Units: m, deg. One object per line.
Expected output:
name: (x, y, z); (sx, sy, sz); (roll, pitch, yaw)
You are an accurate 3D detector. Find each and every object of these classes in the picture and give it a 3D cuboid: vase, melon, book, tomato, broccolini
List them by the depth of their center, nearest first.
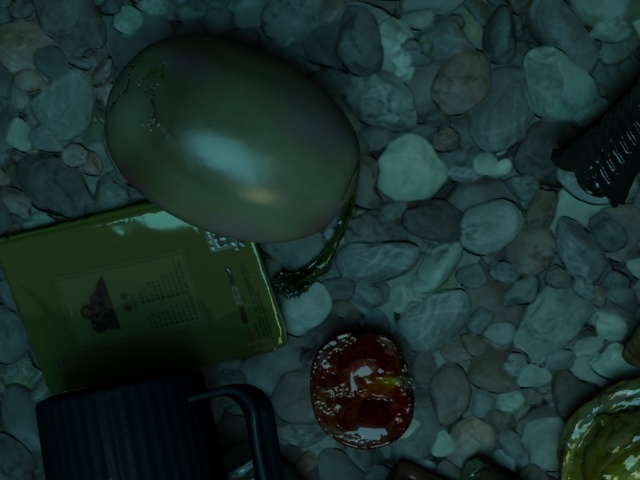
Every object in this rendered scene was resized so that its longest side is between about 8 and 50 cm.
vase: (0.387, -0.161, 1.608); (0.115, 0.115, 0.237); (33, 109, -9)
melon: (-0.108, -0.119, 1.613); (0.317, 0.223, 0.223); (27, 114, -6)
broccolini: (0.005, 0.003, 1.764); (0.052, 0.054, 0.194); (20, 111, -36)
tomato: (0.057, 0.198, 1.813); (0.139, 0.091, 0.159); (-15, 85, 3)
book: (-0.238, 0.067, 1.816); (0.352, 0.035, 0.239); (-12, 111, 12)

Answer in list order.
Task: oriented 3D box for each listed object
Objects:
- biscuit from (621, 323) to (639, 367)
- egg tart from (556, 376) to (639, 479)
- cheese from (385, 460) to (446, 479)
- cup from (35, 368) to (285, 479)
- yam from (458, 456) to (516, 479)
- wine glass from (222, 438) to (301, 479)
biscuit: (0.556, 0.144, 1.693); (0.324, 0.044, 0.217); (12, 156, 0)
egg tart: (0.449, 0.311, 1.816); (0.278, 0.095, 0.279); (2, 114, 5)
cheese: (0.114, 0.447, 1.883); (0.128, 0.203, 0.177); (24, 135, -7)
cup: (-0.218, 0.322, 1.751); (0.308, 0.242, 0.292); (-20, 79, 49)
yam: (0.323, 0.413, 1.888); (0.317, 0.067, 0.071); (38, 92, -11)
wine glass: (-0.066, 0.377, 1.893); (0.111, 0.111, 0.204); (-25, 105, 16)
